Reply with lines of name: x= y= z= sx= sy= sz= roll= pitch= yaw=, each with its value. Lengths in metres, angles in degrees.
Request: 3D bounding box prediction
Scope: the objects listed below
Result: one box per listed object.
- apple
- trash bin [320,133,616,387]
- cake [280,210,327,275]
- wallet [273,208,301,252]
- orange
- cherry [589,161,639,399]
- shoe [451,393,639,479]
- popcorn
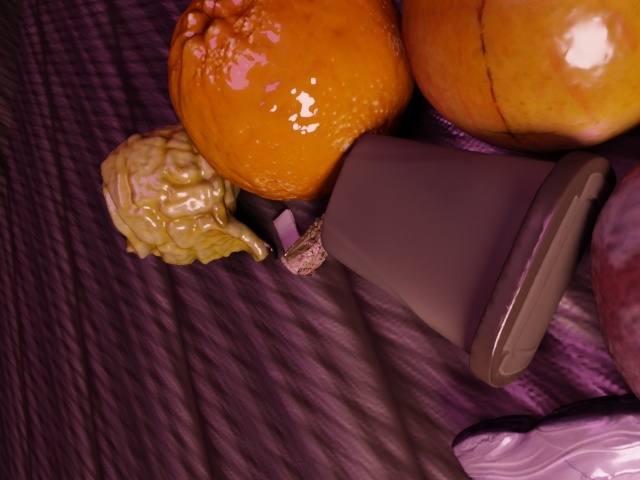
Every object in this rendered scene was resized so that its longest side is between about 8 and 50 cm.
apple: x=0.214 y=-0.225 z=0.412 sx=0.286 sy=0.233 sz=0.286 roll=-28 pitch=45 yaw=33
trash bin: x=0.148 y=-0.005 z=0.480 sx=0.250 sy=0.219 sz=0.220 roll=29 pitch=100 yaw=43
cake: x=0.000 y=0.000 z=0.708 sx=0.140 sy=0.055 sz=0.051 roll=-46 pitch=57 yaw=4
wallet: x=-0.057 y=-0.012 z=0.760 sx=0.044 sy=0.011 sz=0.083 roll=-36 pitch=64 yaw=29
orange: x=-0.047 y=-0.228 z=0.594 sx=0.340 sy=0.293 sz=0.341 roll=-8 pitch=75 yaw=31
cherry: x=0.345 y=0.052 z=0.319 sx=0.236 sy=0.213 sz=0.286 roll=-31 pitch=64 yaw=-5
shoe: x=0.266 y=0.244 z=0.437 sx=0.245 sy=0.095 sz=0.138 roll=-31 pitch=70 yaw=35
popcorn: x=-0.245 y=-0.078 z=0.768 sx=0.236 sy=0.293 sz=0.293 roll=-23 pitch=69 yaw=2
